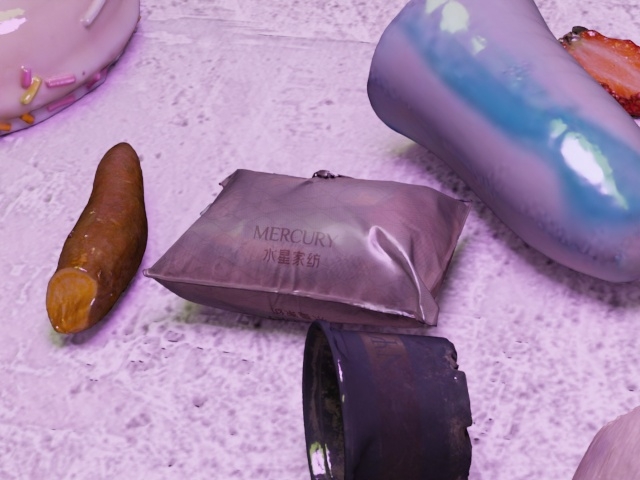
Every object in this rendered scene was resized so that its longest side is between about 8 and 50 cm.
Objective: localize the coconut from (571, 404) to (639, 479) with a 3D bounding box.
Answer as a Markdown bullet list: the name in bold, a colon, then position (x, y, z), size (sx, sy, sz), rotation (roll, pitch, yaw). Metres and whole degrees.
- **coconut**: position (0.284, 0.215, 0.823), size (0.360, 0.346, 0.346), rotation (-7, 40, 2)

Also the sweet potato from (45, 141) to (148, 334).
- **sweet potato**: position (-0.192, -0.012, 1.394), size (0.077, 0.077, 0.243), rotation (1, 42, 14)

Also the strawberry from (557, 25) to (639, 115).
- **strawberry**: position (0.288, -0.159, 1.490), size (0.104, 0.048, 0.152), rotation (-32, 58, -34)

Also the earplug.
- **earplug**: position (0.197, -0.078, 1.337), size (0.185, 0.185, 0.324), rotation (-23, 49, -15)

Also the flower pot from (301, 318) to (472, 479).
- **flower pot**: position (0.051, 0.132, 1.127), size (0.107, 0.157, 0.157), rotation (-5, 38, -13)

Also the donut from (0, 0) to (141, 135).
- **donut**: position (-0.388, -0.262, 1.688), size (0.383, 0.142, 0.382), rotation (-6, 40, 5)

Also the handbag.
- **handbag**: position (0.000, 0.000, 1.316), size (0.271, 0.117, 0.182), rotation (7, 35, 22)
